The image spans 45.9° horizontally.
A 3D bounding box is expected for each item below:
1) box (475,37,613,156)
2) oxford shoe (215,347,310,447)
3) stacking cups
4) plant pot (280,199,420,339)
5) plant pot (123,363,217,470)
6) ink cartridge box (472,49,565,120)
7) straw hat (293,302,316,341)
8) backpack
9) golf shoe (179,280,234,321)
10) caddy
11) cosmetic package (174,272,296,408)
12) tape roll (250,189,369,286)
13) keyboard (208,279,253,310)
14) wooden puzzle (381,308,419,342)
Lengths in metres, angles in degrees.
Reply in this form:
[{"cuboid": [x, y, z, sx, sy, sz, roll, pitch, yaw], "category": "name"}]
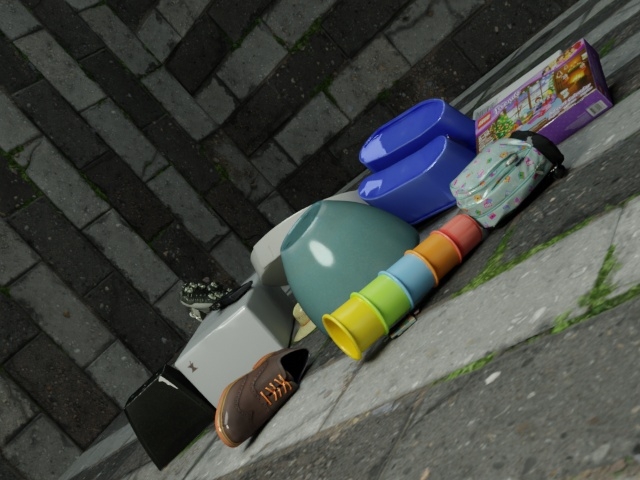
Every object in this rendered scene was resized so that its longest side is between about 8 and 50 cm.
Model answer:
[{"cuboid": [0.449, -0.262, 1.563, 0.293, 0.057, 0.201, -38, 27, 35], "category": "box"}, {"cuboid": [-0.106, 0.282, 1.426, 0.098, 0.097, 0.271, -31, 11, 34], "category": "oxford shoe"}, {"cuboid": [0.153, 0.073, 1.282, 0.316, 0.096, 0.096, -36, 4, -18], "category": "stacking cups"}, {"cuboid": [0.033, 0.030, 1.553, 0.290, 0.195, 0.290, -47, 14, 16], "category": "plant pot"}, {"cuboid": [-0.372, 0.412, 1.839, 0.187, 0.167, 0.188, -43, 7, -4], "category": "plant pot"}, {"cuboid": [0.457, -0.258, 1.745, 0.296, 0.066, 0.261, -34, 36, 54], "category": "ink cartridge box"}, {"cuboid": [-0.031, 0.174, 1.834, 0.144, 0.061, 0.144, -42, 6, 5], "category": "straw hat"}, {"cuboid": [0.321, -0.109, 1.335, 0.182, 0.115, 0.152, -45, 9, -1], "category": "backpack"}, {"cuboid": [-0.345, 0.193, 2.250, 0.120, 0.105, 0.273, -61, -18, 6], "category": "golf shoe"}, {"cuboid": [0.248, -0.175, 1.806, 0.341, 0.179, 0.241, -27, 47, 39], "category": "caddy"}, {"cuboid": [-0.204, 0.240, 1.981, 0.230, 0.161, 0.453, -40, 6, 8], "category": "cosmetic package"}, {"cuboid": [0.000, 0.000, 2.005, 0.392, 0.072, 0.392, -24, -17, -8], "category": "tape roll"}, {"cuboid": [-0.241, 0.154, 1.964, 0.108, 0.023, 0.180, -37, 3, -28], "category": "keyboard"}, {"cuboid": [0.135, 0.143, 1.258, 0.083, 0.006, 0.049, -40, 6, -2], "category": "wooden puzzle"}]
